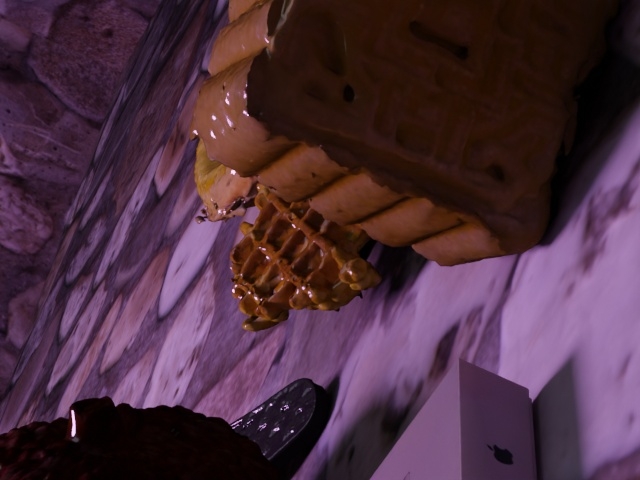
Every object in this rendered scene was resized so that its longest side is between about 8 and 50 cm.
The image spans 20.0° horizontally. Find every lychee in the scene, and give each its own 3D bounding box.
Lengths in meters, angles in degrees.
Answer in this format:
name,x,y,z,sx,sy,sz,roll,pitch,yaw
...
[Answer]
name,x,y,z,sx,sy,sz,roll,pitch,yaw
lychee,-0.134,0.225,1.208,0.261,0.260,0.261,-60,14,26

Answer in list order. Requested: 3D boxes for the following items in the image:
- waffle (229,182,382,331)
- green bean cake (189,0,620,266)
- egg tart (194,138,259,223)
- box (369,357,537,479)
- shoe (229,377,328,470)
name,x,y,z,sx,sy,sz,roll,pitch,yaw
waffle,0.017,-0.037,1.372,0.231,0.051,0.229,-26,39,44
green bean cake,0.055,-0.120,1.088,0.131,0.229,0.224,-13,56,67
egg tart,-0.011,-0.145,1.617,0.315,0.120,0.315,-58,17,29
box,0.062,0.154,0.955,0.130,0.051,0.129,-59,14,32
shoe,-0.048,0.174,1.404,0.179,0.049,0.071,-39,37,27
